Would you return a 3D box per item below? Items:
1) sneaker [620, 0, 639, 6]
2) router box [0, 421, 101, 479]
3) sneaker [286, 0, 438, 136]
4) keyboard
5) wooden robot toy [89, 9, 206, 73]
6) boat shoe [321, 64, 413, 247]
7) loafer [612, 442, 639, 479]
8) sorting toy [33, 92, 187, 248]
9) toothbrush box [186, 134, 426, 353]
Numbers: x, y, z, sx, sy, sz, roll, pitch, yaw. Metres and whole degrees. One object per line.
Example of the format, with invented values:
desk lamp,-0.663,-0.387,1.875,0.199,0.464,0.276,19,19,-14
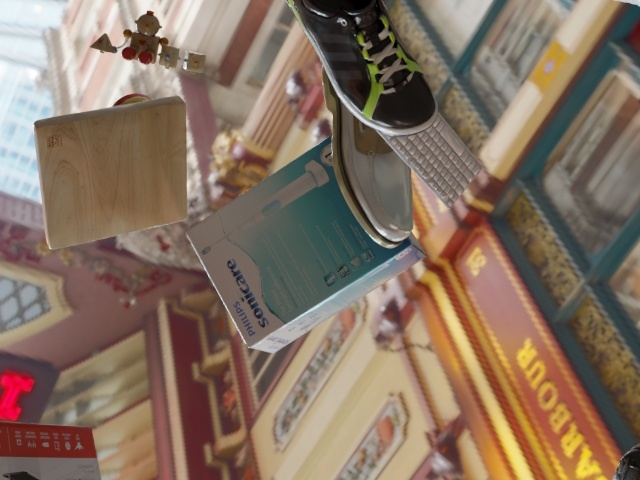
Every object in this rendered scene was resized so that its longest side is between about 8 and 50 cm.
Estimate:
sneaker,0.496,-0.350,1.292,0.297,0.111,0.129,-34,-127,-12
router box,-0.371,0.373,1.267,0.335,0.082,0.301,27,-135,-66
sneaker,0.037,-0.205,1.080,0.234,0.084,0.097,50,168,-2
keyboard,0.124,-0.125,1.294,0.014,0.072,0.256,44,-178,43
wooden robot toy,-0.255,-0.305,1.596,0.173,0.079,0.076,12,-168,-4
boat shoe,0.082,-0.142,1.469,0.113,0.103,0.302,10,-120,-51
loafer,0.394,0.348,1.311,0.076,0.223,0.078,-23,-137,-33
sorting toy,-0.369,-0.135,1.856,0.256,0.257,0.089,-14,-138,-22
toothbrush box,-0.022,0.006,1.630,0.216,0.296,0.126,59,-173,17
